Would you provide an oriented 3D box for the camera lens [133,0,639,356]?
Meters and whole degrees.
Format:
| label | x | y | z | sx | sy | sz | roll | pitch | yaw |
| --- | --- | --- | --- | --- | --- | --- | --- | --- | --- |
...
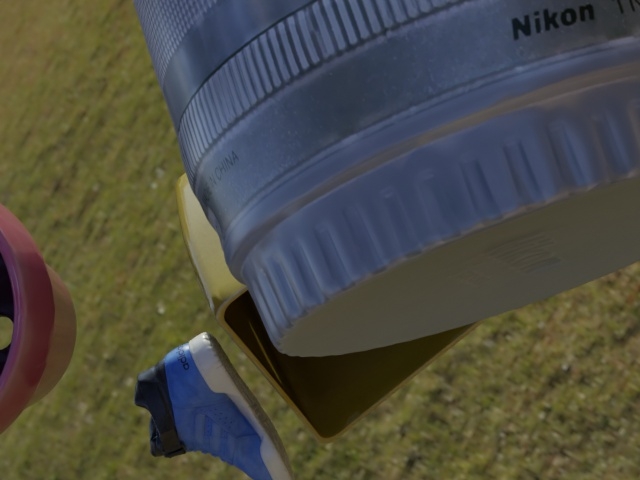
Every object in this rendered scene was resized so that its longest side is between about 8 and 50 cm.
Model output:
| label | x | y | z | sx | sy | sz | roll | pitch | yaw |
| --- | --- | --- | --- | --- | --- | --- | --- | --- | --- |
| camera lens | 0.034 | -0.116 | 0.522 | 0.219 | 0.219 | 0.274 | -30 | 72 | 42 |

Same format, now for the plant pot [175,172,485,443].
| label | x | y | z | sx | sy | sz | roll | pitch | yaw |
| --- | --- | --- | --- | --- | --- | --- | --- | --- | --- |
| plant pot | 0.000 | 0.000 | 1.108 | 0.212 | 0.212 | 0.187 | -39 | 46 | -4 |

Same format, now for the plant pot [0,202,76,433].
| label | x | y | z | sx | sy | sz | roll | pitch | yaw |
| --- | --- | --- | --- | --- | --- | --- | --- | --- | --- |
| plant pot | -0.268 | 0.060 | 0.951 | 0.201 | 0.201 | 0.180 | -60 | -14 | -1 |

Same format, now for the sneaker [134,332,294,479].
| label | x | y | z | sx | sy | sz | roll | pitch | yaw |
| --- | --- | --- | --- | --- | --- | --- | --- | --- | --- |
| sneaker | -0.085 | 0.149 | 1.022 | 0.084 | 0.152 | 0.058 | -29 | 25 | 3 |
